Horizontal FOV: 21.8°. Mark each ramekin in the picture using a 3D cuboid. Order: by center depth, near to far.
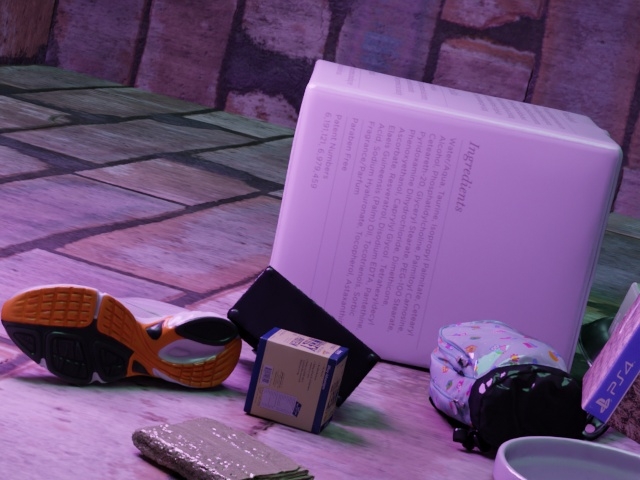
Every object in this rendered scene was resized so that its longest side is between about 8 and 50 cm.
[{"bbox_3d":[0.236,0.250,1.389,0.207,0.109,0.207,13,11,-2],"label":"ramekin"}]

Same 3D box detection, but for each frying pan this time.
[{"bbox_3d":[0.365,0.157,2.034,0.326,0.053,0.197,6,36,-47],"label":"frying pan"}]

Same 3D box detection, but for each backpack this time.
[{"bbox_3d":[0.194,0.157,1.817,0.152,0.115,0.182,6,10,-23],"label":"backpack"}]

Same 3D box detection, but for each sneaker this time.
[{"bbox_3d":[-0.221,0.098,1.741,0.262,0.099,0.121,15,0,-32],"label":"sneaker"}]

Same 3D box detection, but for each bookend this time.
[{"bbox_3d":[-0.023,0.118,1.827,0.156,0.072,0.157,40,-13,6],"label":"bookend"}]

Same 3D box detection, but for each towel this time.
[{"bbox_3d":[-0.090,0.198,1.502,0.148,0.027,0.110,22,15,37],"label":"towel"}]

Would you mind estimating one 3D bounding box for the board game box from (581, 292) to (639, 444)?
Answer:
[{"bbox_3d":[0.451,0.138,1.696,0.291,0.232,0.141,31,12,4],"label":"board game box"}]

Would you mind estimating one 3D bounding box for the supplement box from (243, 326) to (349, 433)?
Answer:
[{"bbox_3d":[-0.025,0.144,1.710,0.083,0.083,0.056,16,12,11],"label":"supplement box"}]

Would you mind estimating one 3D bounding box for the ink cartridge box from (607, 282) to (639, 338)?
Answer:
[{"bbox_3d":[0.446,0.159,1.951,0.154,0.093,0.212,8,36,-17],"label":"ink cartridge box"}]

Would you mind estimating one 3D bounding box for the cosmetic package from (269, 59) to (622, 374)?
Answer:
[{"bbox_3d":[0.147,-0.027,2.154,0.394,0.327,0.329,12,11,0],"label":"cosmetic package"}]
